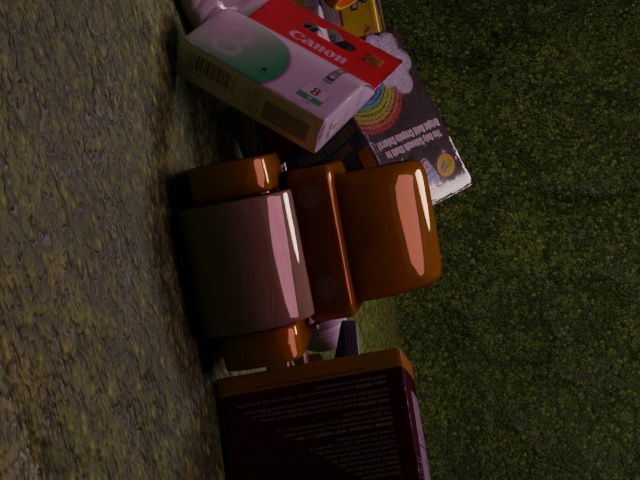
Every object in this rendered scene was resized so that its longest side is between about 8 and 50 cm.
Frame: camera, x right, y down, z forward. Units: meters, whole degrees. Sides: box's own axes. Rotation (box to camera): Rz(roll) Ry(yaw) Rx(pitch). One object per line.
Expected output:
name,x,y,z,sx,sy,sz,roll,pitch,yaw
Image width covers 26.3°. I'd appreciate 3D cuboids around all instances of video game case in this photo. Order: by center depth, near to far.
video game case,0.031,0.267,1.860,0.274,0.026,0.196,97,-9,-50

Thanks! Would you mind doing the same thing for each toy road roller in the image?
toy road roller,0.000,0.000,1.444,0.329,0.241,0.202,-41,120,-82

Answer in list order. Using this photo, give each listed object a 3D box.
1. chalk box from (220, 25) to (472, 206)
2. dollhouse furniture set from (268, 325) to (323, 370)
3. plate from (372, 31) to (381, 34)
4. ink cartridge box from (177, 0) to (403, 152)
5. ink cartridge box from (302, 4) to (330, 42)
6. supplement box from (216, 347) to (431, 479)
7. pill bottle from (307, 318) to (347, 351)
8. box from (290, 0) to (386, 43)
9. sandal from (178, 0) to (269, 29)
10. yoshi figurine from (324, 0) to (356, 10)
chalk box,0.048,-0.086,1.684,0.180,0.179,0.289,-25,89,-51
dollhouse furniture set,0.002,0.130,1.742,0.144,0.123,0.151,71,12,-51
plate,0.009,-0.116,1.905,0.045,0.277,0.278,23,-42,43
ink cartridge box,-0.024,-0.206,1.506,0.224,0.181,0.056,-49,164,-44
ink cartridge box,-0.026,-0.255,2.192,0.219,0.093,0.160,-90,168,-55
supplement box,0.010,0.228,1.396,0.129,0.191,0.194,54,26,-74
pill bottle,-0.011,0.064,1.854,0.094,0.094,0.169,-89,167,-58
box,0.015,-0.418,2.425,0.279,0.177,0.289,-76,154,-76
sandal,-0.133,-0.411,1.503,0.102,0.169,0.416,33,-33,36
yoshi figurine,-0.013,-0.548,2.203,0.204,0.203,0.362,-21,74,-51
